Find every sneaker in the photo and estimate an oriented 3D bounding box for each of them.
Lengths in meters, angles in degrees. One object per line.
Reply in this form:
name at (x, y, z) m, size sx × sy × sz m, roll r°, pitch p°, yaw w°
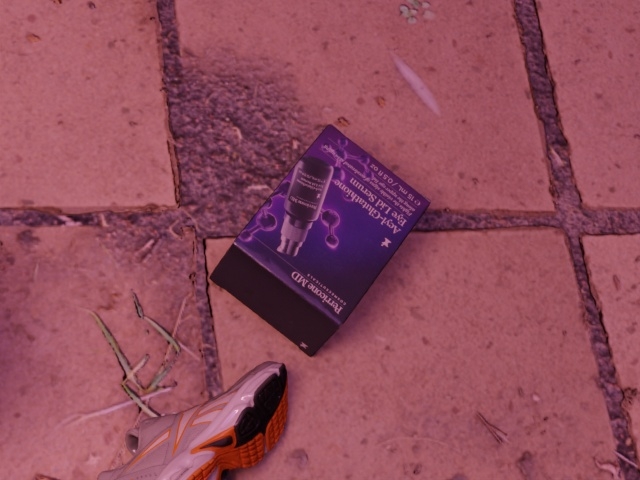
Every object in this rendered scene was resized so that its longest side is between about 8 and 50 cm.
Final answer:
sneaker at (-0.132, 0.200, 1.407) m, size 0.121 × 0.099 × 0.262 m, roll 17°, pitch 38°, yaw 27°

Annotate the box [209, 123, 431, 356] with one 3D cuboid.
box at (0.000, 0.000, 1.535) m, size 0.153 × 0.108 × 0.207 m, roll 37°, pitch 59°, yaw -1°
